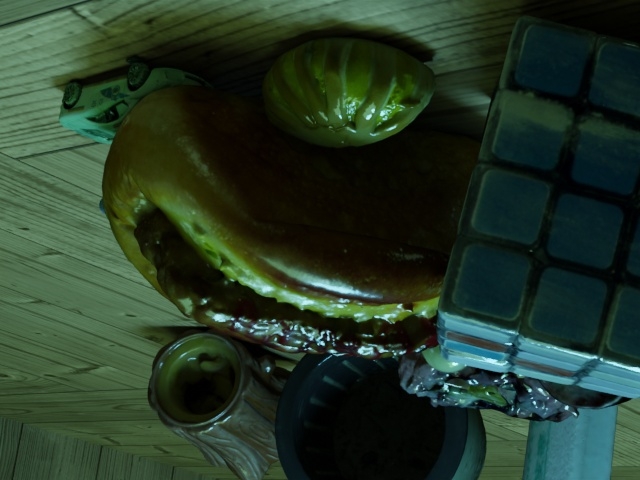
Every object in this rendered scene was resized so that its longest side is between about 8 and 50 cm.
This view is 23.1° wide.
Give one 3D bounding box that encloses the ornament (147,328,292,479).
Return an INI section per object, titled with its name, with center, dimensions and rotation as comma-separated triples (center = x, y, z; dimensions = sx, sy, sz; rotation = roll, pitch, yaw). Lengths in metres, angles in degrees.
[ornament]
center = -0.152, 0.254, 2.521
dimensions = 0.221, 0.235, 0.217
rotation = -22, 152, 11

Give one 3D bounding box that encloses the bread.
[bread]
center = 0.021, -0.137, 1.364
dimensions = 0.157, 0.083, 0.094
rotation = 6, 150, 10

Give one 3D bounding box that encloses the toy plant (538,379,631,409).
[toy plant]
center = 0.325, 0.075, 1.719
dimensions = 0.218, 0.235, 0.175
rotation = -27, 104, 48

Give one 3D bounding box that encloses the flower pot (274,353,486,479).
[flower pot]
center = 0.118, 0.297, 2.413
dimensions = 0.294, 0.293, 0.330
rotation = 2, 169, 19

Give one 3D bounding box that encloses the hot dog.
[hot dog]
center = -0.001, 0.001, 1.469
dimensions = 0.405, 0.223, 0.185
rotation = 8, 138, -22

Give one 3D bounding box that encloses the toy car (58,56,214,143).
[toy car]
center = -0.180, -0.126, 1.507
dimensions = 0.093, 0.058, 0.186
rotation = 25, 157, -40

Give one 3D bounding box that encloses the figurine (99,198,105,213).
[figurine]
center = -0.132, -0.037, 1.672
dimensions = 0.180, 0.154, 0.262
rotation = 8, 148, 31

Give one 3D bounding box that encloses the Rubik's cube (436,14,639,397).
[Rubik's cube]
center = 0.244, -0.008, 1.294
dimensions = 0.259, 0.256, 0.253
rotation = 14, 171, 7

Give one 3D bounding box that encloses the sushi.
[sushi]
center = 0.214, 0.132, 1.982
dimensions = 0.270, 0.171, 0.236
rotation = -1, 162, 41

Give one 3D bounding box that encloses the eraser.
[eraser]
center = 0.355, 0.288, 2.222
dimensions = 0.104, 0.290, 0.189
rotation = 11, 164, -8
